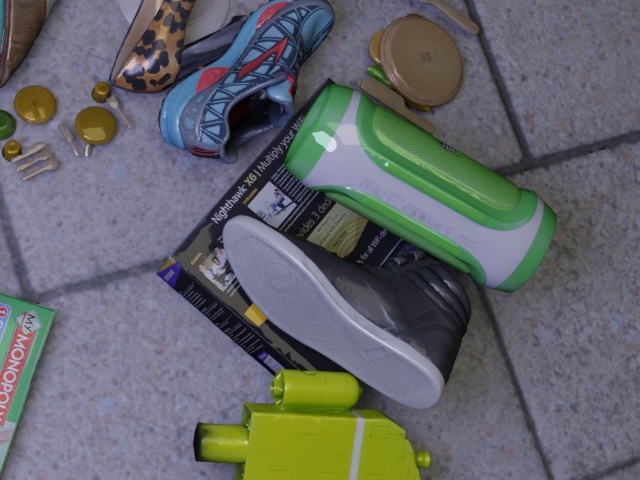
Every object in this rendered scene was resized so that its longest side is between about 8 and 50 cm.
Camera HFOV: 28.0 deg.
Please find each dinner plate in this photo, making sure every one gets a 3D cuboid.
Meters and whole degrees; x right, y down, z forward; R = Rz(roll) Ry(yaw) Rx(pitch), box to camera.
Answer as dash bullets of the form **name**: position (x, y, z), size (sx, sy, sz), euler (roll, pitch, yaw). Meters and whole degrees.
- **dinner plate**: position (-0.178, -0.303, 1.568), size (0.141, 0.017, 0.141), euler (5, 73, -15)

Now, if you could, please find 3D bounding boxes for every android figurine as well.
- **android figurine**: position (-0.008, 0.263, 1.395), size (0.272, 0.056, 0.248), euler (4, 97, -18)

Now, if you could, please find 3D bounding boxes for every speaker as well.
- **speaker**: position (0.113, -0.057, 1.443), size (0.296, 0.131, 0.131), euler (29, 68, -10)

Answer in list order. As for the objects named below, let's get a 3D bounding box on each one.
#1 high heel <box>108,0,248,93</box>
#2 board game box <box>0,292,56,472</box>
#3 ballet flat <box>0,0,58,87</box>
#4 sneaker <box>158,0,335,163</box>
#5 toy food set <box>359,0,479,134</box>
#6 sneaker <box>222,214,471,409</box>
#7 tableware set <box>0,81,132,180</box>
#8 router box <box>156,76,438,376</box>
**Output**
- **high heel**: position (-0.205, -0.309, 1.491), size (0.186, 0.093, 0.261), euler (-30, 102, -24)
- **board game box**: position (-0.426, 0.190, 1.327), size (0.213, 0.046, 0.317), euler (20, 69, -13)
- **ballet flat**: position (-0.359, -0.338, 1.482), size (0.124, 0.116, 0.342), euler (-5, 72, -39)
- **sneaker**: position (-0.059, -0.181, 1.504), size (0.125, 0.104, 0.262), euler (33, 71, 34)
- **toy food set**: position (0.122, -0.229, 1.639), size (0.132, 0.038, 0.192), euler (34, 62, -14)
- **sneaker**: position (0.036, 0.048, 1.413), size (0.295, 0.104, 0.147), euler (36, 47, 5)
- **tableware set**: position (-0.303, -0.136, 1.476), size (0.154, 0.024, 0.104), euler (-31, 83, -22)
- **router box**: position (0.000, 0.000, 1.503), size (0.243, 0.081, 0.309), euler (42, 66, -4)
